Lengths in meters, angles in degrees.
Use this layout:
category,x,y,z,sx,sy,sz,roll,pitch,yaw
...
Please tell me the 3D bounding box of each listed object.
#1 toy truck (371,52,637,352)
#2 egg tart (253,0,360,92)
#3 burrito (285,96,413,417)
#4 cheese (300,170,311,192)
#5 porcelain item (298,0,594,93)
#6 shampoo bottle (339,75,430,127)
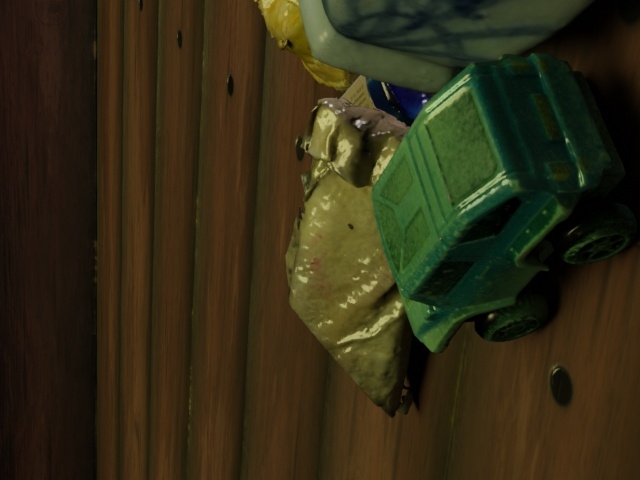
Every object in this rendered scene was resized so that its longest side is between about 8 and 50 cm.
category,x,y,z,sx,sy,sz,roll,pitch,yaw
toy truck,0.136,-0.024,0.920,0.279,0.156,0.155,121,140,-55
egg tart,0.003,-0.304,1.271,0.290,0.115,0.290,174,90,-69
burrito,0.043,0.016,1.185,0.175,0.107,0.348,24,127,25
cheese,0.001,0.000,1.397,0.127,0.049,0.235,70,-176,-48
porcelain item,0.114,-0.256,0.823,0.405,0.242,0.179,132,149,-65
shampoo bottle,0.058,-0.136,1.235,0.087,0.050,0.183,62,155,6
